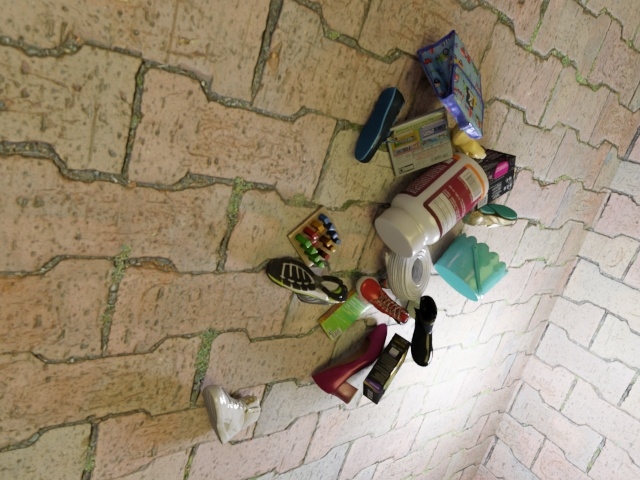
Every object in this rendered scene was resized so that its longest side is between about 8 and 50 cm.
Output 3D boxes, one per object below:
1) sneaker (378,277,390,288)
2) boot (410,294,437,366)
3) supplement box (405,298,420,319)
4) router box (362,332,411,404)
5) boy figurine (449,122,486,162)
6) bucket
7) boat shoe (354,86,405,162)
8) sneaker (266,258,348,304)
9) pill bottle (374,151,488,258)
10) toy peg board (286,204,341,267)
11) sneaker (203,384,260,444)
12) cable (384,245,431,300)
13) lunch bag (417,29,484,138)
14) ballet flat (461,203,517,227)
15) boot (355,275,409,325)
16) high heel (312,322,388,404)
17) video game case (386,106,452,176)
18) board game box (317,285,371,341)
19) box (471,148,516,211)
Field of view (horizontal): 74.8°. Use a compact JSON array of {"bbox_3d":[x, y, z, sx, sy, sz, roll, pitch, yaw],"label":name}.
[{"bbox_3d":[0.287,0.173,1.717,0.158,0.065,0.061,11,74,-51],"label":"sneaker"},{"bbox_3d":[0.413,0.363,1.679,0.207,0.094,0.246,72,25,-60],"label":"boot"},{"bbox_3d":[0.434,0.306,1.872,0.056,0.083,0.083,-2,113,-37],"label":"supplement box"},{"bbox_3d":[0.277,0.549,1.772,0.243,0.081,0.309,-51,158,-20],"label":"router box"},{"bbox_3d":[0.526,-0.366,1.532,0.092,0.177,0.285,-50,154,13],"label":"boy figurine"},{"bbox_3d":[0.651,0.123,1.832,0.183,0.281,0.281,-47,132,-5],"label":"bucket"},{"bbox_3d":[0.204,-0.357,1.340,0.089,0.109,0.258,25,98,-37],"label":"boat shoe"},{"bbox_3d":[-0.057,0.158,1.401,0.300,0.111,0.121,26,138,-26],"label":"sneaker"},{"bbox_3d":[0.401,-0.126,1.531,0.392,0.224,0.224,-40,131,-14],"label":"pill bottle"},{"bbox_3d":[0.000,0.000,1.386,0.161,0.079,0.161,-41,131,-13],"label":"toy peg board"},{"bbox_3d":[-0.297,0.559,1.437,0.169,0.108,0.292,-24,135,-28],"label":"sneaker"},{"bbox_3d":[0.359,0.110,1.667,0.257,0.089,0.257,-26,114,-46],"label":"cable"},{"bbox_3d":[0.429,-0.468,1.334,0.221,0.138,0.293,31,49,-42],"label":"lunch bag"},{"bbox_3d":[0.761,-0.108,1.905,0.349,0.123,0.123,1,111,-39],"label":"ballet flat"},{"bbox_3d":[0.246,0.232,1.587,0.088,0.176,0.244,-51,132,-6],"label":"boot"},{"bbox_3d":[0.133,0.465,1.728,0.181,0.127,0.377,37,64,-2],"label":"high heel"},{"bbox_3d":[0.342,-0.336,1.450,0.213,0.023,0.193,-19,128,6],"label":"video game case"},{"bbox_3d":[0.113,0.269,1.640,0.259,0.039,0.124,-39,131,-14],"label":"board game box"},{"bbox_3d":[0.660,-0.251,1.723,0.247,0.142,0.163,-28,128,-22],"label":"box"}]
